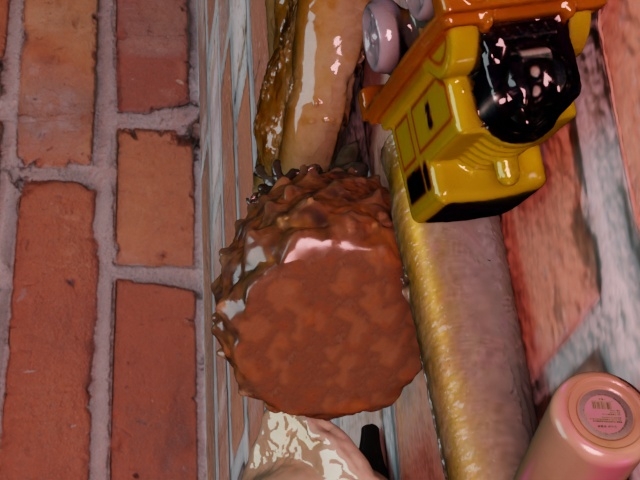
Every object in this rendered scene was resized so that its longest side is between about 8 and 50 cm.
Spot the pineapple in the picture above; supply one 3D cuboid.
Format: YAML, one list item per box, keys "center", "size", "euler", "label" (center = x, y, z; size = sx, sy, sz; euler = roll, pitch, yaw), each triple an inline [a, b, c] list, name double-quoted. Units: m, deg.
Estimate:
- center: [0.000, 0.000, 0.918]
  size: [0.340, 0.169, 0.169]
  euler: [-97, 11, -70]
  label: "pineapple"

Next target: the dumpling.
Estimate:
- center: [0.016, 0.242, 0.881]
  size: [0.179, 0.131, 0.252]
  euler: [25, 127, 46]
  label: "dumpling"

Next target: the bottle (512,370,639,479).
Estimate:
- center: [0.113, 0.100, 0.549]
  size: [0.096, 0.045, 0.045]
  euler: [100, 167, -52]
  label: "bottle"

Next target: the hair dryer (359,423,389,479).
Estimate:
- center: [0.040, 0.202, 1.004]
  size: [0.079, 0.031, 0.083]
  euler: [-85, -5, -52]
  label: "hair dryer"

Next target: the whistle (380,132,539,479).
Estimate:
- center: [0.084, 0.068, 0.673]
  size: [0.068, 0.057, 0.326]
  euler: [118, 152, -48]
  label: "whistle"

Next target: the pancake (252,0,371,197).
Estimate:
- center: [-0.021, -0.173, 1.206]
  size: [0.387, 0.082, 0.387]
  euler: [-173, 90, -82]
  label: "pancake"

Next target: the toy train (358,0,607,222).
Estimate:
- center: [0.082, -0.083, 0.636]
  size: [0.219, 0.089, 0.127]
  euler: [133, 127, -74]
  label: "toy train"
